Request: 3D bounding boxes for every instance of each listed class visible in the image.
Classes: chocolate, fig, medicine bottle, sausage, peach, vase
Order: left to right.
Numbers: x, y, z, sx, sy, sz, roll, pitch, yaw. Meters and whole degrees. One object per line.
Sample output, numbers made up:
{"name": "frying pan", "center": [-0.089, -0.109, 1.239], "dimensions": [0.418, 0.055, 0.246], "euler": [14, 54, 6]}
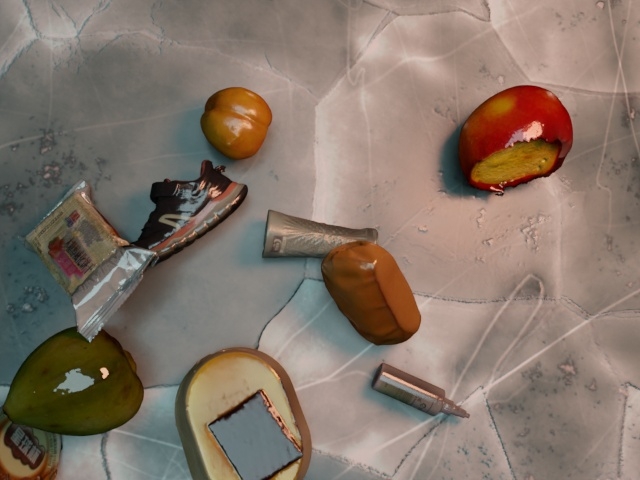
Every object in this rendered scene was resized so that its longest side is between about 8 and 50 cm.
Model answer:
{"name": "chocolate", "center": [-0.578, 0.386, 1.168], "dimensions": [0.147, 0.221, 0.221], "euler": [-11, 83, 17]}
{"name": "fig", "center": [-0.435, 0.258, 1.166], "dimensions": [0.225, 0.203, 0.203], "euler": [-27, 85, -25]}
{"name": "peach", "center": [-0.168, -0.231, 1.297], "dimensions": [0.138, 0.138, 0.138], "euler": [1, 82, -4]}
{"name": "vase", "center": [0.000, 0.000, 1.299], "dimensions": [0.219, 0.096, 0.096], "euler": [7, 82, -6]}
{"name": "sausage", "center": [0.099, 0.104, 1.247], "dimensions": [0.241, 0.136, 0.120], "euler": [57, 47, -24]}
{"name": "medicine bottle", "center": [0.199, 0.302, 1.289], "dimensions": [0.199, 0.057, 0.057], "euler": [25, 81, -2]}
{"name": "peach", "center": [0.378, -0.189, 1.304], "dimensions": [0.196, 0.190, 0.226], "euler": [41, 75, -10]}

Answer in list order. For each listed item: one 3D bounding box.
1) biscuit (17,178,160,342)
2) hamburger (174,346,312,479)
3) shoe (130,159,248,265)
{"name": "biscuit", "center": [-0.424, 0.022, 1.210], "dimensions": [0.186, 0.079, 0.309], "euler": [-47, 51, -5]}
{"name": "hamburger", "center": [-0.141, 0.342, 1.215], "dimensions": [0.227, 0.151, 0.295], "euler": [-17, 76, -12]}
{"name": "shoe", "center": [-0.282, -0.053, 1.269], "dimensions": [0.291, 0.114, 0.137], "euler": [-38, 92, -11]}
